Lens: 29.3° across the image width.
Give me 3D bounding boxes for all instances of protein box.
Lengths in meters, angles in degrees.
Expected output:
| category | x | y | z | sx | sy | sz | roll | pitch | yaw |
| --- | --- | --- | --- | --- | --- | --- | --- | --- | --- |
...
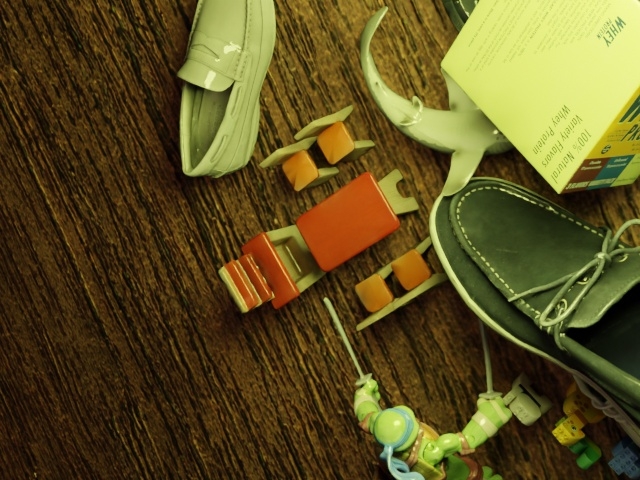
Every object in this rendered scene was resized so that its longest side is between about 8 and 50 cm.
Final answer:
| category | x | y | z | sx | sy | sz | roll | pitch | yaw |
| --- | --- | --- | --- | --- | --- | --- | --- | --- | --- |
| protein box | 0.268 | -0.190 | 1.233 | 0.201 | 0.136 | 0.200 | 52 | 130 | 28 |

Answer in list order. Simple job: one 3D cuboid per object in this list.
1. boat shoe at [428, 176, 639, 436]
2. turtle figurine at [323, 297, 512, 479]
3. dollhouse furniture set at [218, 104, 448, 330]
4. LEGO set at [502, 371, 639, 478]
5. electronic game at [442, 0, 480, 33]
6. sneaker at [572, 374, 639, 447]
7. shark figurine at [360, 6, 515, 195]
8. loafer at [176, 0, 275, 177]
| category | x | y | z | sx | sy | sz | roll | pitch | yaw |
| --- | --- | --- | --- | --- | --- | --- | --- | --- | --- |
| boat shoe | 0.308 | 0.071 | 1.302 | 0.500 | 0.187 | 0.156 | 45 | 158 | 33 |
| turtle figurine | 0.146 | 0.221 | 1.545 | 0.197 | 0.266 | 0.275 | -17 | 51 | 10 |
| dollhouse furniture set | 0.000 | 0.000 | 1.601 | 0.259 | 0.135 | 0.262 | -34 | 84 | 41 |
| LEGO set | 0.313 | 0.246 | 1.471 | 0.227 | 0.093 | 0.087 | 48 | 129 | 15 |
| electronic game | 0.235 | -0.299 | 1.357 | 0.229 | 0.048 | 0.229 | 12 | 117 | 26 |
| sneaker | 0.350 | 0.177 | 1.416 | 0.258 | 0.091 | 0.094 | 52 | 130 | 12 |
| shark figurine | 0.134 | -0.150 | 1.469 | 0.278 | 0.116 | 0.166 | 29 | 89 | 18 |
| loafer | -0.133 | -0.232 | 1.637 | 0.112 | 0.111 | 0.319 | 21 | 119 | 31 |
